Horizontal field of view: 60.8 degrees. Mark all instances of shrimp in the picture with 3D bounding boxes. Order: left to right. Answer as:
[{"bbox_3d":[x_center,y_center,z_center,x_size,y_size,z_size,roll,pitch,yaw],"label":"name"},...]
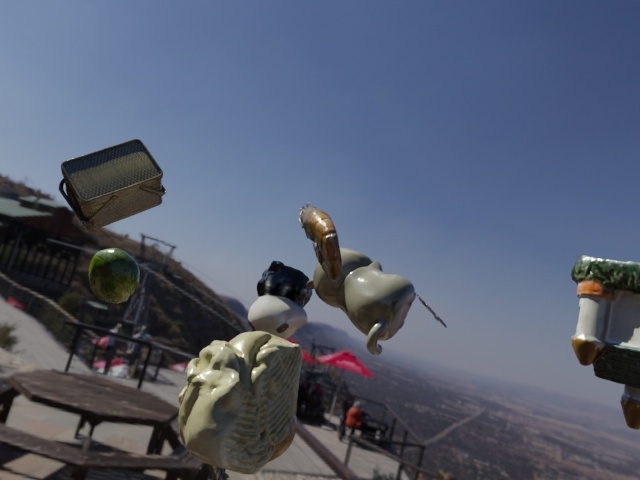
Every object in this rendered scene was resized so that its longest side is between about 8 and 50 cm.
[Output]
[{"bbox_3d":[-0.273,0.641,1.610,0.143,0.251,0.052,4,-41,-18],"label":"shrimp"},{"bbox_3d":[0.004,-0.002,1.019,0.053,0.133,0.236,-23,26,-6],"label":"shrimp"}]

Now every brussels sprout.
[{"bbox_3d":[-0.662,0.115,1.758,0.161,0.181,0.144,-13,30,1],"label":"brussels sprout"}]

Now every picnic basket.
[{"bbox_3d":[-0.596,-0.162,1.569,0.165,0.266,0.139,52,-32,19],"label":"picnic basket"}]

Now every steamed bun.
[{"bbox_3d":[-0.183,0.321,1.143,0.203,0.289,0.276,0,-27,28],"label":"steamed bun"}]

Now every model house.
[{"bbox_3d":[0.593,0.206,1.067,0.190,0.301,0.271,5,-16,43],"label":"model house"}]

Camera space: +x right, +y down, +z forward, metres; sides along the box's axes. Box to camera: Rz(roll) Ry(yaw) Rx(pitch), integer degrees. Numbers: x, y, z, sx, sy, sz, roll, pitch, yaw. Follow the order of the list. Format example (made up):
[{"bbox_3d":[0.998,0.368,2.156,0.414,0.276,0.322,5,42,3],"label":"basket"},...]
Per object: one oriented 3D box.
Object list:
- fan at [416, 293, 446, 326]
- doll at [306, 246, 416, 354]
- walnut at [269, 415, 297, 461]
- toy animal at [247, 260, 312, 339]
[{"bbox_3d":[0.407,0.265,1.954,0.152,0.008,0.226,48,1,26],"label":"fan"},{"bbox_3d":[0.134,0.163,1.716,0.226,0.215,0.370,-16,43,-32],"label":"doll"},{"bbox_3d":[-0.167,0.460,1.358,0.225,0.193,0.193,-29,-30,24],"label":"walnut"},{"bbox_3d":[-0.141,0.234,1.952,0.212,0.267,0.212,12,-23,5],"label":"toy animal"}]
